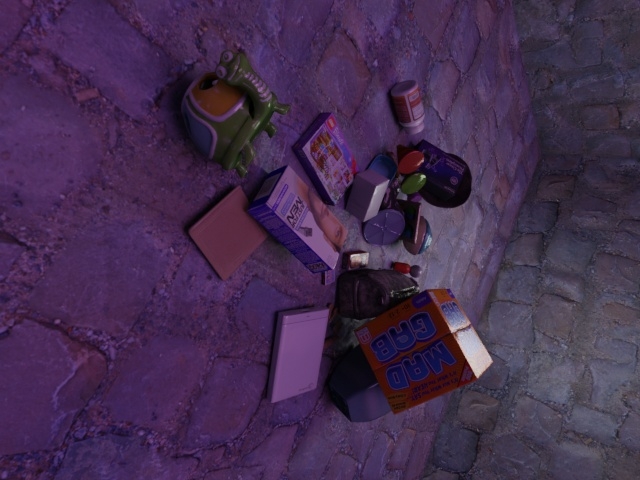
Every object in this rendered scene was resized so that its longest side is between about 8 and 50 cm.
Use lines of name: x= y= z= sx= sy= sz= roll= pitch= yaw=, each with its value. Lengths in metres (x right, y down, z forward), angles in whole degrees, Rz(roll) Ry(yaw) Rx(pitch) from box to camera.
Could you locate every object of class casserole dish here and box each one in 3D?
casserole dish: x=0.261 y=-0.291 z=1.778 sx=0.188 sy=0.114 sz=0.037 roll=-58 pitch=179 yaw=-22

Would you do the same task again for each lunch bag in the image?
lunch bag: x=0.263 y=0.235 z=1.787 sx=0.305 sy=0.256 sz=0.212 roll=-3 pitch=94 yaw=-49

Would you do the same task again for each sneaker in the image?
sneaker: x=0.304 y=-0.155 z=1.872 sx=0.130 sy=0.109 sz=0.286 roll=-31 pitch=116 yaw=-29

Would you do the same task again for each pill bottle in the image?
pill bottle: x=0.399 y=-0.595 z=1.824 sx=0.121 sy=0.121 sz=0.216 roll=-51 pitch=134 yaw=-27

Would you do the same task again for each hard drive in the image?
hard drive: x=-0.086 y=0.441 z=1.593 sx=0.233 sy=0.047 sz=0.352 roll=0 pitch=104 yaw=-42

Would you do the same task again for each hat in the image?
hat: x=0.612 y=-0.299 z=2.108 sx=0.332 sy=0.134 sz=0.330 roll=3 pitch=78 yaw=-13

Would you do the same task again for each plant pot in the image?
plant pot: x=0.182 y=0.676 z=1.864 sx=0.252 sy=0.247 sz=0.247 roll=-26 pitch=120 yaw=-25

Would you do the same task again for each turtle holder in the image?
turtle holder: x=-0.235 y=-0.319 z=1.042 sx=0.228 sy=0.320 sz=0.243 roll=35 pitch=93 yaw=-10

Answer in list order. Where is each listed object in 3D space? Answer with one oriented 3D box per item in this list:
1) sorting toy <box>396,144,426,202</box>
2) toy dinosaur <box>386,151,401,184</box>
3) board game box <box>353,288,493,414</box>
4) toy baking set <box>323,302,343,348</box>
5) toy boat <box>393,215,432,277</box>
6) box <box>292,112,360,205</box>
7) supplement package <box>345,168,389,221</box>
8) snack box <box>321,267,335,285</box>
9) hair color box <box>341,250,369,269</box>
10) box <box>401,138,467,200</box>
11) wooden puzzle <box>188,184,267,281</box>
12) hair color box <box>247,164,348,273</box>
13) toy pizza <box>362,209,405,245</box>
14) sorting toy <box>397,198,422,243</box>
sorting toy: x=0.402 y=-0.314 z=1.873 sx=0.127 sy=0.126 sz=0.365 roll=-26 pitch=145 yaw=1
toy dinosaur: x=0.354 y=-0.312 z=1.898 sx=0.112 sy=0.064 sz=0.211 roll=-48 pitch=133 yaw=-31
board game box: x=0.428 y=0.437 z=1.673 sx=0.356 sy=0.357 sz=0.356 roll=9 pitch=50 yaw=-58
toy baking set: x=0.006 y=0.377 z=1.727 sx=0.256 sy=0.030 sz=0.196 roll=-23 pitch=115 yaw=-44
toy boat: x=0.480 y=0.034 z=2.039 sx=0.267 sy=0.148 sz=0.318 roll=-73 pitch=178 yaw=-69
box: x=0.031 y=-0.302 z=1.532 sx=0.200 sy=0.057 sz=0.293 roll=-54 pitch=135 yaw=-23
supplement package: x=0.191 y=-0.186 z=1.668 sx=0.105 sy=0.105 sz=0.179 roll=-27 pitch=145 yaw=-42
snack box: x=0.034 y=0.093 z=1.677 sx=0.064 sy=0.022 sz=0.178 roll=-16 pitch=113 yaw=-47
hair color box: x=0.157 y=0.087 z=1.801 sx=0.141 sy=0.043 sz=0.071 roll=-6 pitch=106 yaw=-47
box: x=0.557 y=-0.343 z=1.984 sx=0.261 sy=0.103 sz=0.184 roll=28 pitch=77 yaw=-7
wooden puzzle: x=-0.284 y=-0.022 z=1.270 sx=0.221 sy=0.044 sz=0.238 roll=-49 pitch=138 yaw=-29
hair color box: x=-0.064 y=-0.064 z=1.361 sx=0.339 sy=0.110 sz=0.185 roll=46 pitch=49 yaw=-30
toy pizza: x=0.287 y=-0.061 z=1.851 sx=0.202 sy=0.032 sz=0.201 roll=-7 pitch=128 yaw=-10
sorting toy: x=0.401 y=-0.094 z=1.925 sx=0.038 sy=0.208 sz=0.192 roll=2 pitch=100 yaw=-22
